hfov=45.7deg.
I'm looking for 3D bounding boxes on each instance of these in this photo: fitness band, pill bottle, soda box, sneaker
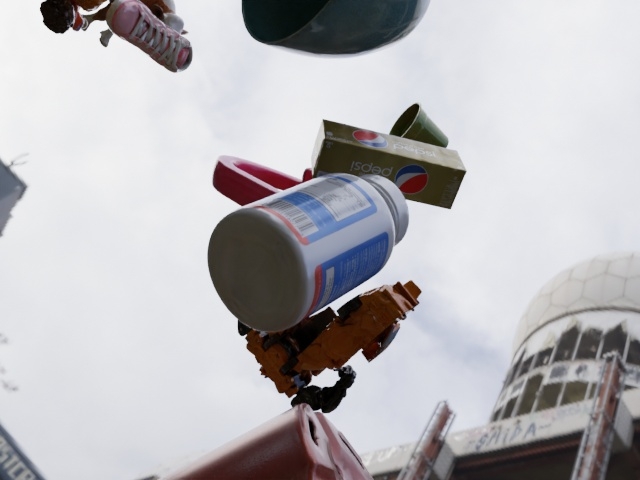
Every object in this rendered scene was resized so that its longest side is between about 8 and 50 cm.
[{"bbox_3d":[-0.032,-0.068,1.131,0.291,0.209,0.054,28,-72,39],"label":"fitness band"},{"bbox_3d":[0.000,0.000,0.783,0.124,0.221,0.124,13,-67,33],"label":"pill bottle"},{"bbox_3d":[0.082,-0.094,0.937,0.181,0.061,0.058,12,-59,-10],"label":"soda box"},{"bbox_3d":[-0.198,-0.245,0.916,0.070,0.134,0.051,31,-90,18],"label":"sneaker"}]

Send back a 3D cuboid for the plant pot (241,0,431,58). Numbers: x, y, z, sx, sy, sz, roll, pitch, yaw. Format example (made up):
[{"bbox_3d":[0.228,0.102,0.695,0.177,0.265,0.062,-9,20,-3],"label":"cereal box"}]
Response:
[{"bbox_3d":[0.049,-0.381,1.092,0.195,0.290,0.290,19,-38,-37],"label":"plant pot"}]

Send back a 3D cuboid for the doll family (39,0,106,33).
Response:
[{"bbox_3d":[-0.262,-0.332,0.775,0.118,0.163,0.263,-11,-40,6],"label":"doll family"}]

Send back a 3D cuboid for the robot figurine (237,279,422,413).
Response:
[{"bbox_3d":[0.000,0.111,1.033,0.211,0.085,0.291,53,-47,12],"label":"robot figurine"}]

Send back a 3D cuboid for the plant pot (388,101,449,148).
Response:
[{"bbox_3d":[0.166,-0.171,1.248,0.079,0.083,0.083,34,-48,-19],"label":"plant pot"}]

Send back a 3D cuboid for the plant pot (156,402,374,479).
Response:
[{"bbox_3d":[-0.071,0.305,0.705,0.265,0.272,0.272,-35,-81,3],"label":"plant pot"}]

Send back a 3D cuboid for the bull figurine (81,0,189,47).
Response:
[{"bbox_3d":[-0.375,-0.472,1.417,0.188,0.101,0.310,-21,-88,17],"label":"bull figurine"}]
